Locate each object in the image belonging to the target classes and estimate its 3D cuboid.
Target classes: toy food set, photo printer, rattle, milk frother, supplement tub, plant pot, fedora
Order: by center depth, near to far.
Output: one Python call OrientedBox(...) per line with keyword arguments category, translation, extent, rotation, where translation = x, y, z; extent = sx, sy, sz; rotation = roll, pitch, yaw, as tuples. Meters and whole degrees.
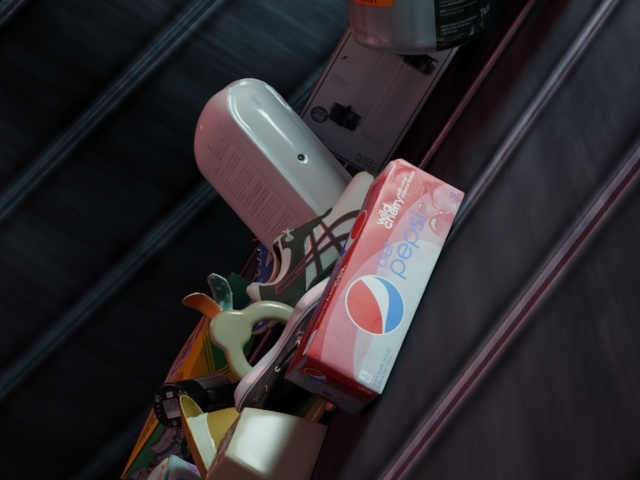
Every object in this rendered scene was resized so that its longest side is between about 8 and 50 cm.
OrientedBox(category="plant pot", translation=(-0.068, 0.253, 1.563), extent=(0.109, 0.096, 0.109), rotation=(-56, 8, 46))
OrientedBox(category="toy food set", translation=(-0.006, 0.190, 1.661), extent=(0.192, 0.038, 0.132), rotation=(-36, 29, 50))
OrientedBox(category="fedora", translation=(-0.118, 0.272, 1.800), extent=(0.079, 0.194, 0.194), rotation=(-23, 8, 0))
OrientedBox(category="supplement tub", translation=(0.128, -0.448, 1.938), extent=(0.207, 0.207, 0.338), rotation=(-73, -21, -62))
OrientedBox(category="rattle", translation=(-0.105, 0.123, 1.939), extent=(0.130, 0.199, 0.143), rotation=(-60, 6, 11))
OrientedBox(category="photo printer", translation=(-0.077, -0.107, 2.228), extent=(0.107, 0.307, 0.256), rotation=(-40, -4, -26))
OrientedBox(category="milk frother", translation=(-0.206, 0.314, 2.435), extent=(0.134, 0.129, 0.143), rotation=(-6, -81, -56))

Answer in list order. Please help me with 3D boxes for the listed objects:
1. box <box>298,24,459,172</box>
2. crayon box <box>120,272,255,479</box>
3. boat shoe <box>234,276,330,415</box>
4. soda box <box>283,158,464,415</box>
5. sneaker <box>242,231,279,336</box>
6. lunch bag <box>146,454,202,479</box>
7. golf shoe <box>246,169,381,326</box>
OrientedBox(category="box", translation=(0.096, -0.264, 2.201), extent=(0.290, 0.169, 0.087), rotation=(-60, 4, 24))
OrientedBox(category="crayon box", translation=(-0.250, 0.292, 2.778), extent=(0.363, 0.106, 0.313), rotation=(-56, 9, 42))
OrientedBox(category="boat shoe", translation=(-0.017, 0.139, 1.595), extent=(0.228, 0.080, 0.076), rotation=(-48, 44, 18))
OrientedBox(category="soda box", translation=(0.059, 0.046, 1.465), extent=(0.263, 0.092, 0.083), rotation=(-65, 7, -28))
OrientedBox(category="sneaker", translation=(-0.074, 0.015, 2.412), extent=(0.330, 0.147, 0.130), rotation=(-62, 6, 2))
OrientedBox(category="lunch bag", translation=(-0.234, 0.461, 1.920), extent=(0.279, 0.107, 0.224), rotation=(-61, 12, 20))
OrientedBox(category="golf shoe", translation=(0.000, 0.000, 2.029), extent=(0.273, 0.120, 0.105), rotation=(-62, 5, -14))
